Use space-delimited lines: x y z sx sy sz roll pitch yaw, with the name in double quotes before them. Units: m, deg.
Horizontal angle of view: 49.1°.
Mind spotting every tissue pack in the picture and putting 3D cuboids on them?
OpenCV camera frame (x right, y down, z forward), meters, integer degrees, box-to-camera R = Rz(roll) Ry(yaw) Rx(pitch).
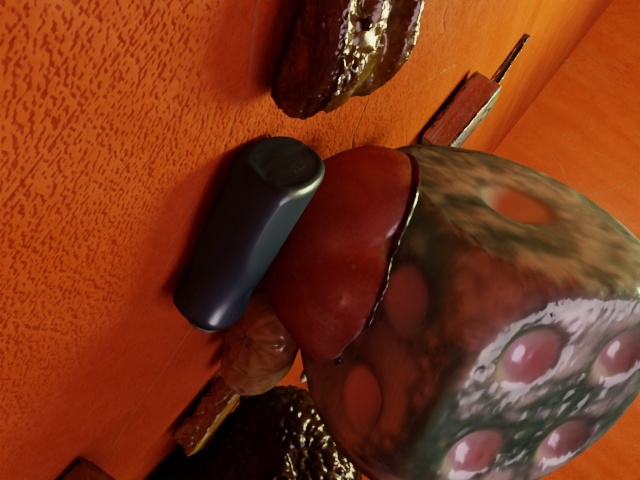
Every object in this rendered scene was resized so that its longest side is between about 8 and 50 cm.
"tissue pack" 0.229 -0.199 1.172 0.148 0.060 0.108 -50 169 -3

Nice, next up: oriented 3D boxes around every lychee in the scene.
"lychee" -0.059 0.369 1.136 0.260 0.261 0.260 -50 170 -12

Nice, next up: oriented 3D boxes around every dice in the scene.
"dice" 0.181 0.098 0.883 0.328 0.330 0.348 3 121 -28

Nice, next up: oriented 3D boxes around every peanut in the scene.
"peanut" -0.076 0.135 0.899 0.103 0.098 0.229 -6 154 -12

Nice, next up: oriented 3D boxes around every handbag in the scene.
"handbag" -0.240 0.431 1.240 0.223 0.080 0.246 -43 167 -44

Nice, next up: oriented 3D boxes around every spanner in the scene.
"spanner" 0.326 -0.277 1.429 0.325 0.026 0.093 -55 170 14

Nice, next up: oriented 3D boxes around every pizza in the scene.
"pizza" -0.171 0.262 1.048 0.175 0.046 0.134 -57 171 26

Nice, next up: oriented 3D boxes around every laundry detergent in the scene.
"laundry detergent" -0.070 0.010 0.590 0.206 0.061 0.096 -58 176 36

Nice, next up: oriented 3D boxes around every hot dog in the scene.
"hot dog" 0.018 -0.137 0.456 0.099 0.065 0.147 -31 161 -39

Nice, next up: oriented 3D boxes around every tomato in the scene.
"tomato" 0.000 0.000 0.703 0.227 0.112 0.199 -70 -167 -16

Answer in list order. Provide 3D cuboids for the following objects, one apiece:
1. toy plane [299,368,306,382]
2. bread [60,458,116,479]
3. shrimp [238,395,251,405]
"toy plane" 0.032 0.213 1.624 0.326 0.104 0.223 -37 161 -42
"bread" -0.242 0.333 0.727 0.158 0.143 0.149 -52 171 -23
"shrimp" -0.169 0.398 1.391 0.152 0.063 0.287 -97 -153 -53
